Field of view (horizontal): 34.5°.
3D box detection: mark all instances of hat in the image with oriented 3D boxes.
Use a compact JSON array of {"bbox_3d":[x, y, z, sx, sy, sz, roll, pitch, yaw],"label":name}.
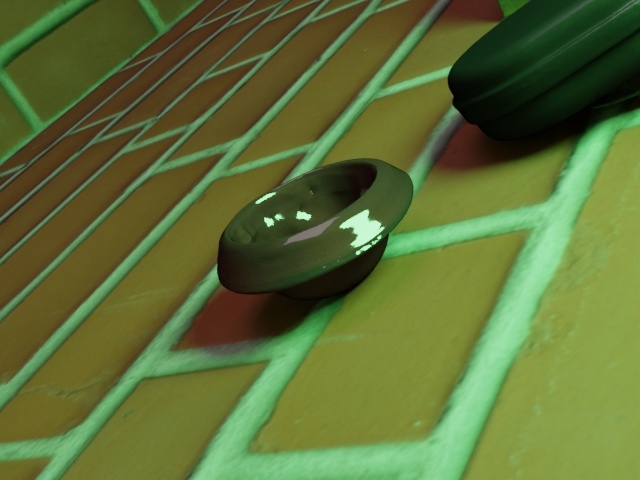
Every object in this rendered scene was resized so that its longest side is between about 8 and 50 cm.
[{"bbox_3d":[0.000,0.000,0.966,0.205,0.089,0.205,-21,22,9],"label":"hat"}]

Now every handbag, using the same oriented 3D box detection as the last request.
[{"bbox_3d":[0.268,-0.212,1.017,0.308,0.093,0.254,-32,11,27],"label":"handbag"}]

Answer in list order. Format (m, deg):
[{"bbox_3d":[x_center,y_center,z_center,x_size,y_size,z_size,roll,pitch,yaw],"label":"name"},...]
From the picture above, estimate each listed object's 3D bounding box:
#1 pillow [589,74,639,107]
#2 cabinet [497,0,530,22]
[{"bbox_3d":[0.359,-0.180,0.969,0.217,0.033,0.130,-18,21,34],"label":"pillow"},{"bbox_3d":[0.299,-0.431,1.407,0.148,0.175,0.215,-14,28,36],"label":"cabinet"}]
